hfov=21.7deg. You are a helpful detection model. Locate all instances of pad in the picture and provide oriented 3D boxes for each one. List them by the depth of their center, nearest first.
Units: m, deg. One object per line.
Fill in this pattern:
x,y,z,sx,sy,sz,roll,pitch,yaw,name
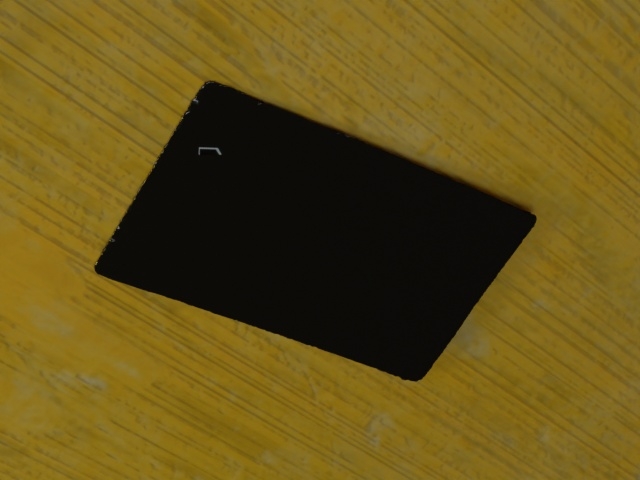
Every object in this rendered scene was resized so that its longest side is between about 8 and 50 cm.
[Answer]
0.000,0.000,1.113,0.265,0.009,0.159,21,118,-27,pad
